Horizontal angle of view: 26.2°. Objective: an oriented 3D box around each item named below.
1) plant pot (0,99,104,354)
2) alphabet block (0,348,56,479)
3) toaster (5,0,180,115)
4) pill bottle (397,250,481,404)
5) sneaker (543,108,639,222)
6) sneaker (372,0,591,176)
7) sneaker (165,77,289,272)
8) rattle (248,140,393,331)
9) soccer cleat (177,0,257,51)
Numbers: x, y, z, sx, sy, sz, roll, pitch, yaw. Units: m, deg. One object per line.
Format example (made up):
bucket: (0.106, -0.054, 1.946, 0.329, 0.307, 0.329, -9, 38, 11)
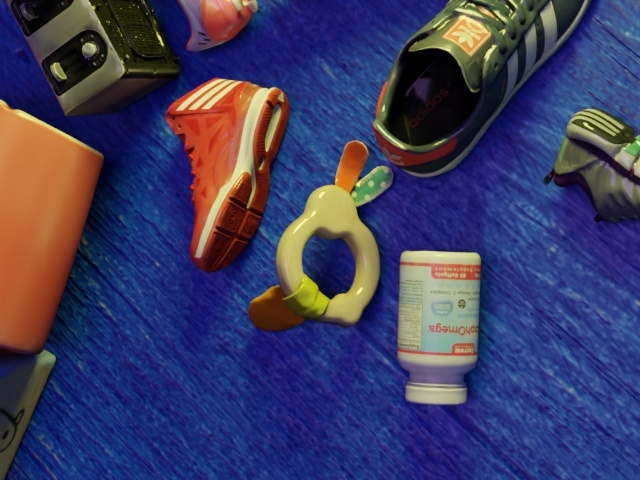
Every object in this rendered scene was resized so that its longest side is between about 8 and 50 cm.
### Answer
plant pot: (-0.389, -0.036, 1.575, 0.275, 0.275, 0.243, 28, 89, 18)
alphabet block: (-0.467, 0.187, 1.625, 0.193, 0.192, 0.197, 28, 99, 20)
toaster: (-0.257, -0.240, 1.572, 0.110, 0.185, 0.168, -28, 87, 20)
pill bottle: (0.125, 0.091, 1.463, 0.087, 0.087, 0.160, 1, 90, 20)
sneaker: (0.339, -0.042, 1.407, 0.223, 0.083, 0.098, 36, 124, 19)
sneaker: (0.173, -0.219, 1.419, 0.131, 0.148, 0.350, 34, 100, 18)
sneaker: (-0.126, -0.081, 1.573, 0.128, 0.087, 0.221, 19, 83, 28)
rattle: (0.000, 0.000, 1.542, 0.130, 0.143, 0.200, 9, 75, -11)
soccer cleat: (-0.160, -0.339, 1.583, 0.095, 0.083, 0.248, -28, 82, 22)
